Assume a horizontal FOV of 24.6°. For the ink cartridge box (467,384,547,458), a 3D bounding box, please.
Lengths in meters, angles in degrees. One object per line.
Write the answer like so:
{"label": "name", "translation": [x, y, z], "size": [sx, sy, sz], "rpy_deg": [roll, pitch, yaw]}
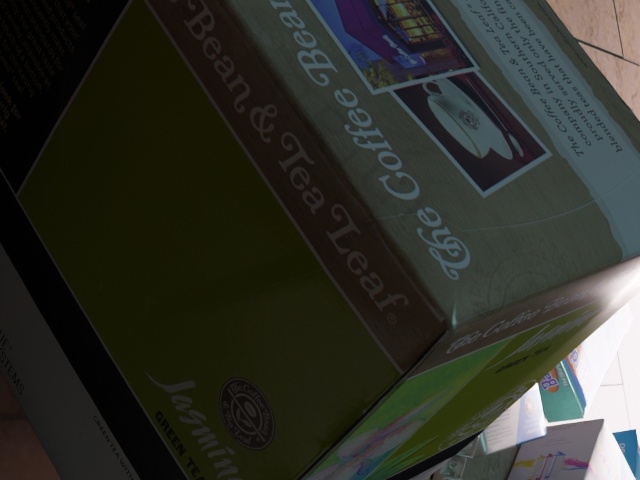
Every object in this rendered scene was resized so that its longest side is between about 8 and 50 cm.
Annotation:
{"label": "ink cartridge box", "translation": [0.128, 0.081, 1.356], "size": [0.134, 0.078, 0.231], "rpy_deg": [-2, 80, -57]}

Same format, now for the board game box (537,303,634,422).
{"label": "board game box", "translation": [0.268, 0.074, 1.593], "size": [0.210, 0.047, 0.160], "rpy_deg": [-47, 118, -52]}

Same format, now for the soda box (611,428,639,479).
{"label": "soda box", "translation": [0.311, 0.310, 1.548], "size": [0.067, 0.071, 0.210], "rpy_deg": [43, 46, -39]}

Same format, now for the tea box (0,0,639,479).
{"label": "tea box", "translation": [-0.033, -0.025, 0.813], "size": [0.220, 0.323, 0.329], "rpy_deg": [-17, 67, -42]}

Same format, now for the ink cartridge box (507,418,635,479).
{"label": "ink cartridge box", "translation": [0.242, 0.260, 1.447], "size": [0.092, 0.090, 0.143], "rpy_deg": [60, 36, -23]}

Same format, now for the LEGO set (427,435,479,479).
{"label": "LEGO set", "translation": [0.043, 0.244, 1.164], "size": [0.087, 0.093, 0.227], "rpy_deg": [16, 92, -16]}
